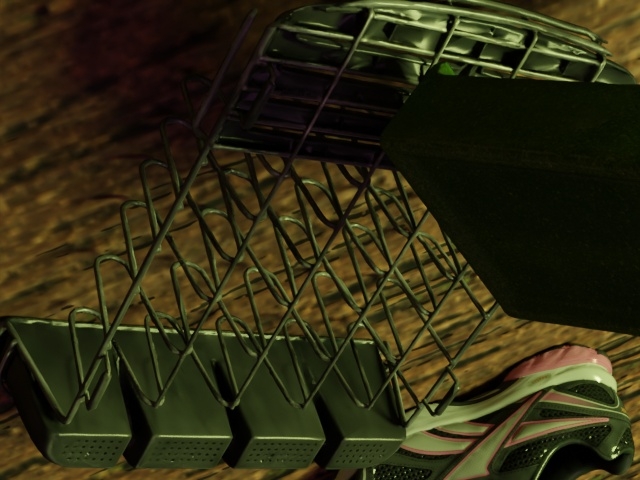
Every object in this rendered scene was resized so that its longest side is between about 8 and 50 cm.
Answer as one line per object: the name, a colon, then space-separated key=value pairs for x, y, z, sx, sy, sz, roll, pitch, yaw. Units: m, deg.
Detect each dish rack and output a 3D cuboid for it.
dish rack: x=0.000 y=0.000 z=0.631 sx=0.208 sy=0.074 sz=0.271 roll=5 pitch=132 yaw=-34

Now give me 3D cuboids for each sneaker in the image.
sneaker: x=0.090 y=0.127 z=0.819 sx=0.178 sy=0.077 sz=0.072 roll=-31 pitch=141 yaw=10

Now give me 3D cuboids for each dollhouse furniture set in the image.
dollhouse furniture set: x=0.090 y=-0.136 z=0.467 sx=0.197 sy=0.151 sz=0.301 roll=-49 pitch=120 yaw=-19
